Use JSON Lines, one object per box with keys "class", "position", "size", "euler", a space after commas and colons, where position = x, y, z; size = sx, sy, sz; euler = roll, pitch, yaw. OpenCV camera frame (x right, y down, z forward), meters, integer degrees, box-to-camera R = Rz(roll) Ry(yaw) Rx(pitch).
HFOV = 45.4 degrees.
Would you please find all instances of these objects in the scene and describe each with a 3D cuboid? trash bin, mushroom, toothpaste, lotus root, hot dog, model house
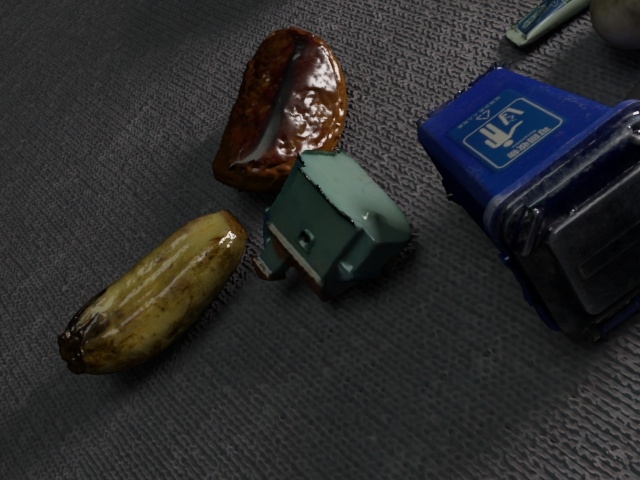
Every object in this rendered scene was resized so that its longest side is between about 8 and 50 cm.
{"class": "trash bin", "position": [0.200, -0.045, 0.680], "size": [0.162, 0.184, 0.234], "euler": [-37, 34, 2]}
{"class": "mushroom", "position": [0.330, -0.261, 0.747], "size": [0.154, 0.122, 0.154], "euler": [-39, 18, 15]}
{"class": "toothpaste", "position": [0.298, -0.282, 0.859], "size": [0.197, 0.035, 0.057], "euler": [-34, 31, 11]}
{"class": "lotus root", "position": [-0.187, 0.067, 0.897], "size": [0.258, 0.097, 0.110], "euler": [-40, 53, -7]}
{"class": "hot dog", "position": [-0.054, -0.154, 0.956], "size": [0.161, 0.099, 0.226], "euler": [9, 66, 38]}
{"class": "model house", "position": [0.000, 0.000, 0.824], "size": [0.148, 0.119, 0.148], "euler": [51, 119, 22]}

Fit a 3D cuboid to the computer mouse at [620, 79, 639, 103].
{"class": "computer mouse", "position": [0.365, -0.141, 0.698], "size": [0.232, 0.057, 0.120], "euler": [-43, 46, 0]}
